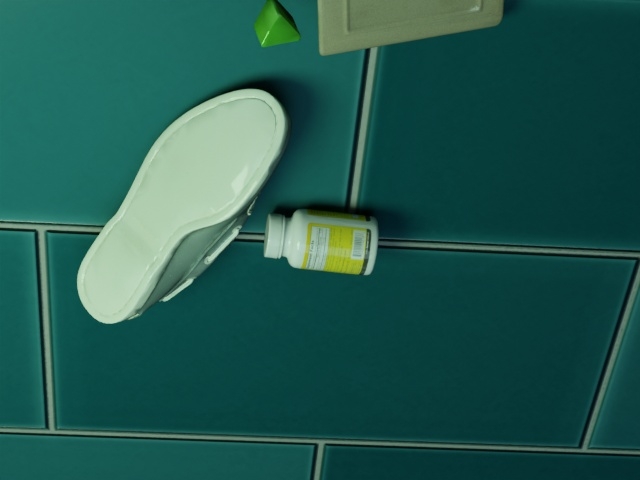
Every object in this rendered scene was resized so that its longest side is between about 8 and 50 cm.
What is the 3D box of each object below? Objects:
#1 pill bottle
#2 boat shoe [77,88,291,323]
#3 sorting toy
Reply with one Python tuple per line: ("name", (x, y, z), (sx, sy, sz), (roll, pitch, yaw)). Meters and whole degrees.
("pill bottle", (0.000, 0.000, 1.537), (0.116, 0.065, 0.065), (7, 131, -7))
("boat shoe", (-0.131, -0.038, 1.501), (0.319, 0.116, 0.099), (-48, 161, 24))
("sorting toy", (0.083, -0.264, 1.310), (0.348, 0.047, 0.196), (-11, 137, -10))
